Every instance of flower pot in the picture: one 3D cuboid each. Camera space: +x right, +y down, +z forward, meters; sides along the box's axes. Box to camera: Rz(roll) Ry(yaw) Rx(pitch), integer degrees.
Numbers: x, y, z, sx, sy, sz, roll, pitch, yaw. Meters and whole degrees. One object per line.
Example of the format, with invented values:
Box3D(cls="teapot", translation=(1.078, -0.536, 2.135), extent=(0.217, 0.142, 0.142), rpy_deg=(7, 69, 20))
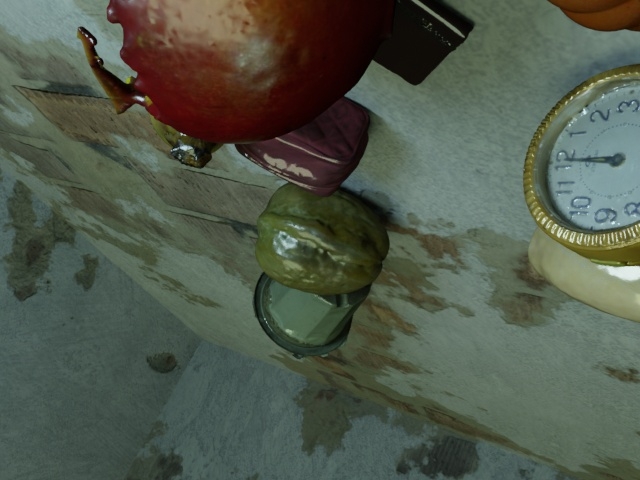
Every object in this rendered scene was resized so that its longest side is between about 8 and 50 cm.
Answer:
Box3D(cls="flower pot", translation=(-0.003, 0.118, 1.588), extent=(0.290, 0.290, 0.259), rpy_deg=(29, 145, -5))

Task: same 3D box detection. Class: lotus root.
Box3D(cls="lotus root", translation=(-0.205, -0.246, 1.007), extent=(0.146, 0.284, 0.160), rpy_deg=(-10, 159, 8))

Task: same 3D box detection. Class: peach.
Box3D(cls="peach", translation=(-0.068, -0.280, 0.664), extent=(0.310, 0.335, 0.406), rpy_deg=(6, 153, -3))

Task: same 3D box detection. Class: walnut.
Box3D(cls="walnut", translation=(0.000, 0.000, 1.323), extent=(0.282, 0.227, 0.283), rpy_deg=(18, 170, 3))

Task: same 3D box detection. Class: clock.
Box3D(cls="clock", translation=(0.398, -0.073, 0.720), extent=(0.200, 0.244, 0.317), rpy_deg=(26, 167, -40))

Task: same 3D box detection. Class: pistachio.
Box3D(cls="pistachio", translation=(0.464, 0.026, 0.942), extent=(0.299, 0.187, 0.187), rpy_deg=(17, 156, 40))

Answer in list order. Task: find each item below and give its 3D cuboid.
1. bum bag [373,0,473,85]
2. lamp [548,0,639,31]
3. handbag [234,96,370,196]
Box3D(cls="bum bag", translation=(0.123, -0.271, 0.864), extent=(0.109, 0.026, 0.159), rpy_deg=(30, 158, -9))
Box3D(cls="lamp", translation=(0.263, -0.271, 0.492), extent=(0.223, 0.197, 0.223), rpy_deg=(-6, 140, -5))
Box3D(cls="handbag", translation=(-0.034, -0.182, 1.075), extent=(0.225, 0.146, 0.135), rpy_deg=(25, 154, 0))
